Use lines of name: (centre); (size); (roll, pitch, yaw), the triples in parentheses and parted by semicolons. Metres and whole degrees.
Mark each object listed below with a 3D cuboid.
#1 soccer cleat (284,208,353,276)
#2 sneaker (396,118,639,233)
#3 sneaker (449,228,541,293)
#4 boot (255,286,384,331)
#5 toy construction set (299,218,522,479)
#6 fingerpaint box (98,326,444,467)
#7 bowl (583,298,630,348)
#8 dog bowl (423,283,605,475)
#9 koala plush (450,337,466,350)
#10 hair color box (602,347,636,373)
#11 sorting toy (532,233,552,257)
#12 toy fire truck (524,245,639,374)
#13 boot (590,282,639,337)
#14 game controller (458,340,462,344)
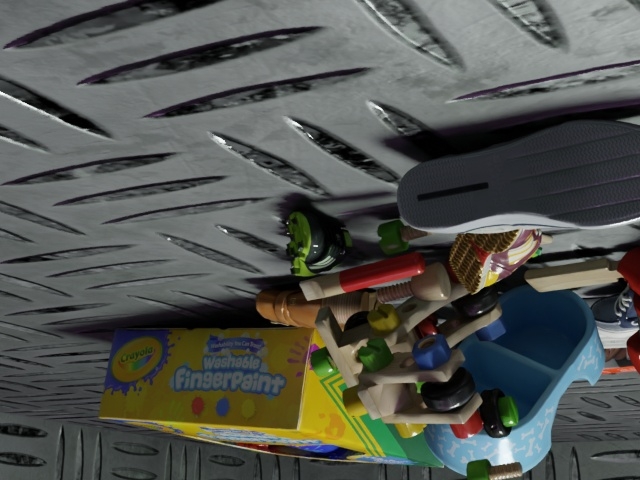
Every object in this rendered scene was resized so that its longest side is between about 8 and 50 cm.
soccer cleat: (0.000, 0.000, 1.283); (0.072, 0.060, 0.179); (-12, 169, -5)
sneaker: (0.196, -0.055, 1.023); (0.258, 0.094, 0.091); (-2, -177, 30)
sneaker: (0.192, -0.015, 1.197); (0.083, 0.070, 0.185); (-27, 162, -22)
boot: (0.006, 0.099, 1.625); (0.152, 0.073, 0.197); (1, 162, 17)
toy construction set: (0.066, 0.118, 1.342); (0.237, 0.258, 0.309); (-15, 138, 23)
fingerpaint box: (-0.072, 0.258, 1.905); (0.444, 0.163, 0.371); (-4, 161, 40)
bowl: (0.421, 0.121, 1.685); (0.142, 0.053, 0.142); (-4, 163, 17)
dog bowl: (0.248, 0.168, 1.494); (0.166, 0.297, 0.074); (23, 144, 30)
koala plush: (0.210, 0.195, 1.732); (0.221, 0.196, 0.203); (-9, 175, 20)
hair color box: (0.462, 0.166, 1.809); (0.141, 0.072, 0.043); (-13, 160, 42)
sorting toy: (0.235, 0.005, 1.344); (0.083, 0.012, 0.062); (14, 160, -37)
toy fire truck: (0.387, 0.097, 1.397); (0.158, 0.246, 0.217); (-35, 139, -10)
boot: (0.414, 0.077, 1.531); (0.086, 0.069, 0.190); (39, 150, -30)
game controller: (0.274, 0.189, 1.965); (0.319, 0.067, 0.166); (0, 150, 3)
